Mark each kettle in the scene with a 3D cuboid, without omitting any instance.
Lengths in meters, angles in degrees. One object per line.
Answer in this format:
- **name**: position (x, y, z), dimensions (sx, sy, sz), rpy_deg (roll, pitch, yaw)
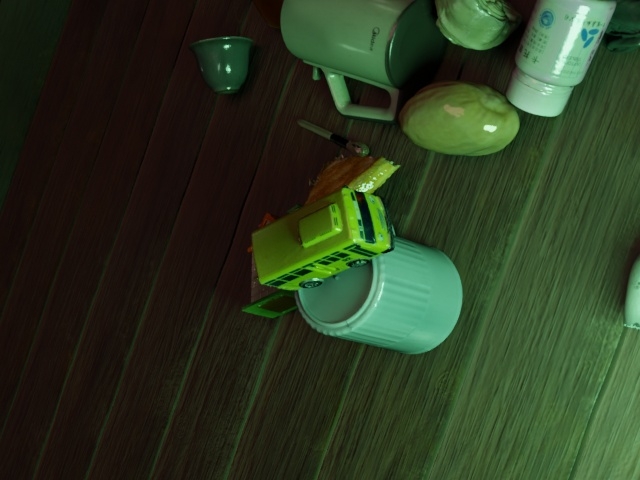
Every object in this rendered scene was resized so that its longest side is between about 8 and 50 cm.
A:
- **kettle**: position (0.103, -0.484, 1.854), dimensions (0.376, 0.250, 0.361), rpy_deg (30, 119, 38)

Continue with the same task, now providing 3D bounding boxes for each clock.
- **clock**: position (-0.100, 0.051, 1.937), dimensions (0.220, 0.106, 0.255), rpy_deg (-26, 55, 44)

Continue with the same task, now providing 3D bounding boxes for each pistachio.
- **pistachio**: position (0.310, -0.277, 1.658), dimensions (0.293, 0.181, 0.162), rpy_deg (6, 45, 38)

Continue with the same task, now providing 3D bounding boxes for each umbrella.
- **umbrella**: position (0.629, -0.447, 1.474), dimensions (0.349, 0.094, 0.143), rpy_deg (42, 112, 40)

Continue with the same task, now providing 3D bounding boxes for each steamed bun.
- **steamed bun**: position (0.341, -0.513, 1.661), dimensions (0.144, 0.211, 0.218), rpy_deg (-52, 42, 29)

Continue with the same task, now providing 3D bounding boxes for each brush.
- **brush**: position (0.024, -0.284, 1.973), dimensions (0.299, 0.042, 0.039), rpy_deg (32, 134, 41)

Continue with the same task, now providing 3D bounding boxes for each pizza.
- **pizza**: position (0.065, -0.151, 1.834), dimensions (0.280, 0.075, 0.288), rpy_deg (-32, 23, 13)

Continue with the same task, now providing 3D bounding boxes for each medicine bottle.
- **medicine bottle**: position (0.483, -0.393, 1.493), dimensions (0.152, 0.152, 0.254), rpy_deg (48, 137, 37)

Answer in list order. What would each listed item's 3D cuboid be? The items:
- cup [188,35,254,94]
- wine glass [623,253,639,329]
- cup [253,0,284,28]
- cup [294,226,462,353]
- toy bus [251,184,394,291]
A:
- **cup**: position (-0.295, -0.527, 2.231), dimensions (0.199, 0.199, 0.150), rpy_deg (-2, 96, 40)
- **wine glass**: position (0.637, 0.017, 1.320), dimensions (0.143, 0.143, 0.321), rpy_deg (12, 90, 41)
- **cup**: position (-0.120, -0.741, 2.080), dimensions (0.226, 0.264, 0.182), rpy_deg (9, 76, 30)
- **cup**: position (0.130, 0.073, 1.612), dimensions (0.256, 0.311, 0.331), rpy_deg (2, 80, 40)
- **toy bus**: position (0.000, 0.000, 1.434), dimensions (0.262, 0.150, 0.128), rpy_deg (-25, 65, 32)
